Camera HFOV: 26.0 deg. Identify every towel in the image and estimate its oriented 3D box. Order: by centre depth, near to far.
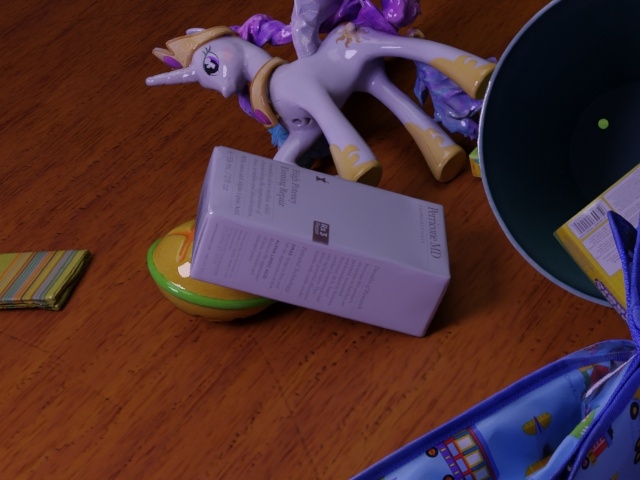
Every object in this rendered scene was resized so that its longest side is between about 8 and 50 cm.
[{"bbox_3d":[-0.374,0.047,1.529,0.237,0.021,0.102,-3,30,19],"label":"towel"}]

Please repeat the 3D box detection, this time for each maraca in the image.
[{"bbox_3d":[-0.080,0.027,1.372,0.185,0.099,0.127,1,37,-22],"label":"maraca"}]

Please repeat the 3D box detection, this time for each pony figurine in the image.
[{"bbox_3d":[0.026,-0.208,1.553,0.351,0.303,0.363,-39,55,-18],"label":"pony figurine"}]

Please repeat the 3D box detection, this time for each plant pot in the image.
[{"bbox_3d":[0.295,-0.086,1.260,0.290,0.290,0.195,-8,-1,10],"label":"plant pot"}]

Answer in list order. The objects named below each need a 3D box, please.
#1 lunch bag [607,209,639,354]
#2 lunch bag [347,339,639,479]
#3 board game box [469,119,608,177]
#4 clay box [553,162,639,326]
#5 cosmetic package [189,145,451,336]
[{"bbox_3d":[0.366,0.029,0.913,0.239,0.328,0.385,-5,48,48],"label":"lunch bag"},{"bbox_3d":[0.132,0.208,0.903,0.293,0.221,0.138,-35,38,-26],"label":"lunch bag"},{"bbox_3d":[0.278,-0.143,1.524,0.124,0.039,0.259,12,44,33],"label":"board game box"},{"bbox_3d":[0.308,0.039,1.120,0.127,0.222,0.053,-38,-6,-6],"label":"clay box"},{"bbox_3d":[0.000,0.000,1.292,0.231,0.085,0.117,13,37,-10],"label":"cosmetic package"}]
